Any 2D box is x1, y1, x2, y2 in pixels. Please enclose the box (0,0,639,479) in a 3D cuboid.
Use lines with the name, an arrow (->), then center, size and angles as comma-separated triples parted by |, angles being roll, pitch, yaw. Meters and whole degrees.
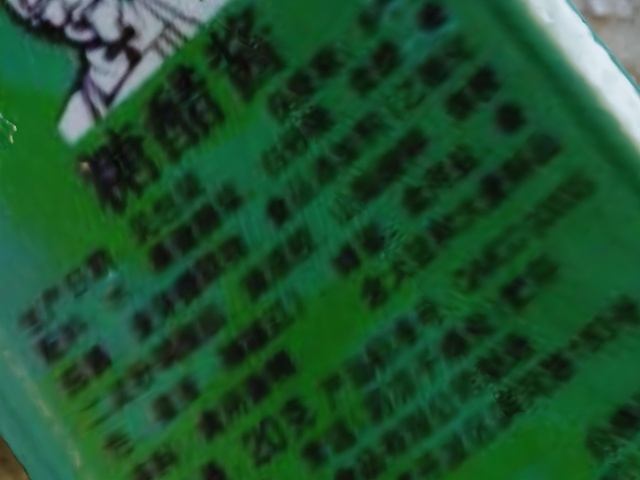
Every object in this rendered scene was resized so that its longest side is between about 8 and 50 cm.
box -> 0.000, 0.000, 0.692 | 0.264, 0.106, 0.336 | -40, 76, 18
